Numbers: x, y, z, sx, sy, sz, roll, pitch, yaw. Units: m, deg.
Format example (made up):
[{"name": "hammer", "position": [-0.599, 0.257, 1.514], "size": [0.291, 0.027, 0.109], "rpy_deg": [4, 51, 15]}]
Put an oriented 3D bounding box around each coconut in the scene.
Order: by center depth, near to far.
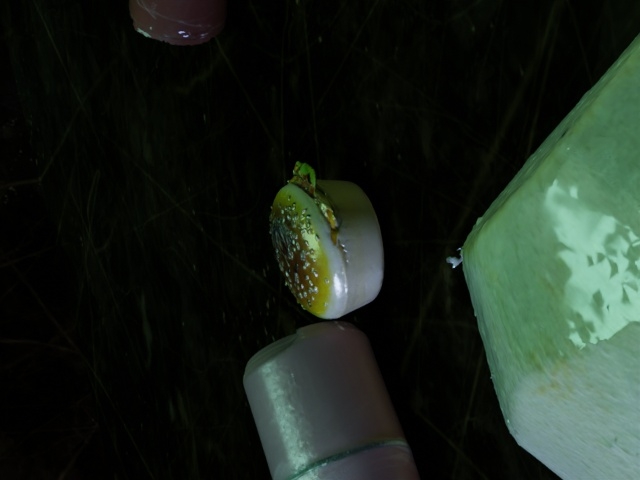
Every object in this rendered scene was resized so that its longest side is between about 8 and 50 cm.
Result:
[{"name": "coconut", "position": [0.196, 0.026, 0.557], "size": [0.247, 0.245, 0.245], "rpy_deg": [39, 151, 3]}]

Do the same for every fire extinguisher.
[{"name": "fire extinguisher", "position": [-0.127, -0.366, 1.354], "size": [0.147, 0.106, 0.337], "rpy_deg": [-88, 7, -47]}]

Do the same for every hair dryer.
[{"name": "hair dryer", "position": [-0.001, 0.238, 1.333], "size": [0.352, 0.125, 0.210], "rpy_deg": [107, 146, -63]}]

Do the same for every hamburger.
[{"name": "hamburger", "position": [0.000, 0.000, 1.230], "size": [0.126, 0.081, 0.141], "rpy_deg": [-140, 45, -58]}]

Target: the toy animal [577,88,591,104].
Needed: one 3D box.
[{"name": "toy animal", "position": [0.167, 0.020, 0.783], "size": [0.124, 0.124, 0.212], "rpy_deg": [-10, 96, 69]}]
